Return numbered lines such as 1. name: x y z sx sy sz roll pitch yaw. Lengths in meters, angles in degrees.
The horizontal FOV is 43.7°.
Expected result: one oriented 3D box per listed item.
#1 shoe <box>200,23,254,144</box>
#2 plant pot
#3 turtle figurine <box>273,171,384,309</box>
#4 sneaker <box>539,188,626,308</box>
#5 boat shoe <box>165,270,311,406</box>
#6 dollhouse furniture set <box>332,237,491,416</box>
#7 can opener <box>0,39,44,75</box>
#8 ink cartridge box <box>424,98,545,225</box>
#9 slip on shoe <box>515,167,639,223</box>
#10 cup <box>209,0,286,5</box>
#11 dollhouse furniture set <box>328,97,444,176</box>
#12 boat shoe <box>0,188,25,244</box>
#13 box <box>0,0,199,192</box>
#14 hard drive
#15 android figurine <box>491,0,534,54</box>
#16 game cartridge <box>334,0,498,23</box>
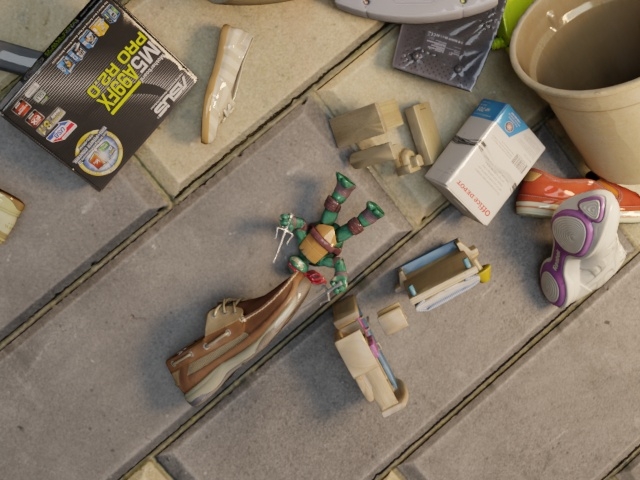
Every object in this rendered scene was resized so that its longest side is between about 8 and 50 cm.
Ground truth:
1. shoe: -0.170 -0.276 1.429 0.058 0.076 0.219 13 90 -5
2. plant pot: 0.544 -0.276 1.418 0.334 0.334 0.305 -43 132 -4
3. turtle figurine: 0.000 0.000 1.457 0.175 0.118 0.234 40 101 -7
4. sneaker: 0.506 0.001 1.492 0.152 0.305 0.114 -19 56 -15
5. boat shoe: -0.154 0.159 1.413 0.324 0.123 0.116 -43 89 14
6. dollhouse furniture set: 0.200 0.158 1.417 0.303 0.286 0.198 -28 98 5
7. can opener: -0.566 -0.337 1.357 0.280 0.074 0.093 18 91 -11
8. ink cartridge box: 0.309 -0.147 1.497 0.139 0.082 0.191 40 88 -32
9. slip on shoe: 0.544 -0.084 1.549 0.331 0.123 0.101 5 89 -5
10. cup: -0.045 -0.544 1.336 0.236 0.331 0.331 2 94 -31
11. dollhouse furniture set: 0.128 -0.192 1.511 0.151 0.123 0.144 -26 100 -42
12. boat shoe: -0.651 -0.090 1.345 0.285 0.104 0.089 26 87 -11
13. box: -0.376 -0.252 1.364 0.270 0.060 0.216 -49 123 -3
14. hard drive: 0.247 -0.415 1.478 0.172 0.054 0.255 19 92 9
15. android figurine: 0.447 -0.432 1.534 0.272 0.056 0.248 -15 97 -9
16. game cartridge: 0.173 -0.493 1.438 0.294 0.060 0.196 3 86 10
